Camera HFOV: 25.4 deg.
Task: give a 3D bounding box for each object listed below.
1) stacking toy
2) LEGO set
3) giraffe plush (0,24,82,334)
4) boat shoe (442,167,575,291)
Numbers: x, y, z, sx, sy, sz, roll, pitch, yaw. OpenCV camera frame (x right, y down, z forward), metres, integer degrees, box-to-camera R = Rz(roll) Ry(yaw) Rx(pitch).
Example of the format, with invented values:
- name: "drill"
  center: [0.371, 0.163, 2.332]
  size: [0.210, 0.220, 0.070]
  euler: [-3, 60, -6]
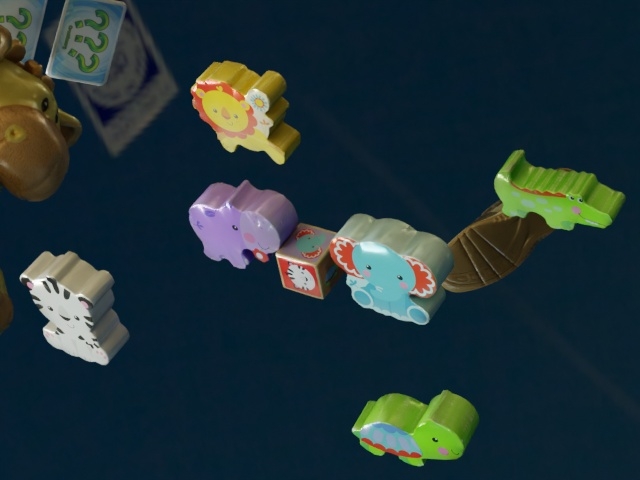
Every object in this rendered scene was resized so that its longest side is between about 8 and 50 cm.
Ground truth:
- name: "stacking toy"
  center: [0.000, 0.000, 0.626]
  size: [0.221, 0.052, 0.167]
  euler: [15, -132, 26]
- name: "LEGO set"
  center: [-0.213, -0.228, 1.064]
  size: [0.182, 0.244, 0.060]
  euler: [8, -149, -24]
- name: "giraffe plush"
  center: [-0.253, -0.054, 1.025]
  size: [0.170, 0.181, 0.210]
  euler: [-37, -99, -7]
- name: "boat shoe"
  center: [0.167, -0.008, 1.243]
  size: [0.152, 0.056, 0.049]
  euler: [-34, -178, 8]
